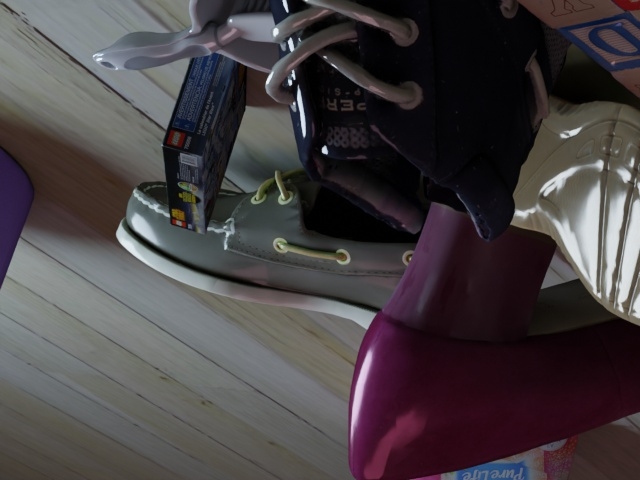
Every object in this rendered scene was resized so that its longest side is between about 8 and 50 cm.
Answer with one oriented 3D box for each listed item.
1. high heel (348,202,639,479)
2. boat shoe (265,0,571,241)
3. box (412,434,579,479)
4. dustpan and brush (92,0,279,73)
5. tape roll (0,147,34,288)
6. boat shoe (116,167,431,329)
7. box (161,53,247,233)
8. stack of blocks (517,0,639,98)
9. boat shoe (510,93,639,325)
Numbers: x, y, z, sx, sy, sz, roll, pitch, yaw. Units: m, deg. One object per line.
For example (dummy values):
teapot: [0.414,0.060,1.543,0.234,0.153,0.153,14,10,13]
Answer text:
high heel: [0.187,0.100,1.154,0.377,0.181,0.127,18,-174,-25]
boat shoe: [0.019,-0.125,0.769,0.127,0.158,0.340,3,157,35]
box: [0.134,0.244,1.717,0.154,0.142,0.300,18,161,0]
dustpan and brush: [-0.036,-0.121,0.975,0.211,0.060,0.147,3,157,35]
tape roll: [-0.375,-0.043,1.440,0.274,0.090,0.275,16,161,6]
boat shoe: [0.002,-0.001,1.232,0.305,0.091,0.109,15,-157,19]
box: [-0.070,-0.071,1.094,0.027,0.094,0.137,16,160,3]
stack of blocks: [0.238,-0.122,0.698,0.171,0.087,0.297,31,157,-35]
boat shoe: [0.170,-0.023,0.941,0.092,0.103,0.285,4,-168,-22]
